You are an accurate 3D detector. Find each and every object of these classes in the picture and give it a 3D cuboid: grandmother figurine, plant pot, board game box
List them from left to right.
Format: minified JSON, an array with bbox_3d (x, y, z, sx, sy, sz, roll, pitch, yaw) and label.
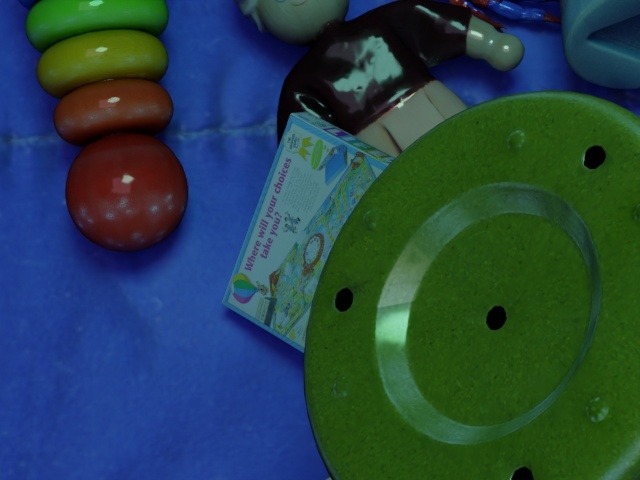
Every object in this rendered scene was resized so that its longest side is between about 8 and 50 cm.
[{"bbox_3d":[0.000,0.000,1.070,0.103,0.026,0.154,30,111,23],"label":"board game box"},{"bbox_3d":[0.054,-0.095,1.097,0.208,0.104,0.342,-36,81,-10],"label":"grandmother figurine"},{"bbox_3d":[0.187,0.088,0.843,0.366,0.353,0.366,-21,57,35],"label":"plant pot"}]

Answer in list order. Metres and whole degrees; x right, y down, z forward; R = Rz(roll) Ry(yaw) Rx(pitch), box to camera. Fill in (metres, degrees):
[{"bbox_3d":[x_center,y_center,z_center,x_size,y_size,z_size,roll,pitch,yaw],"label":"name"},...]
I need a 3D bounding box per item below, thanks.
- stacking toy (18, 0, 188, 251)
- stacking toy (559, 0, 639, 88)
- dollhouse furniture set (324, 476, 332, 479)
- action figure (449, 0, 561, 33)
[{"bbox_3d":[-0.165,-0.153,1.119,0.141,0.141,0.330,-10,85,2],"label":"stacking toy"},{"bbox_3d":[0.304,-0.208,0.995,0.309,0.279,0.130,-9,59,2],"label":"stacking toy"},{"bbox_3d":[0.005,0.231,1.041,0.091,0.081,0.114,-33,78,-3],"label":"dollhouse furniture set"},{"bbox_3d":[0.136,-0.181,1.142,0.115,0.030,0.038,14,75,0],"label":"action figure"}]
